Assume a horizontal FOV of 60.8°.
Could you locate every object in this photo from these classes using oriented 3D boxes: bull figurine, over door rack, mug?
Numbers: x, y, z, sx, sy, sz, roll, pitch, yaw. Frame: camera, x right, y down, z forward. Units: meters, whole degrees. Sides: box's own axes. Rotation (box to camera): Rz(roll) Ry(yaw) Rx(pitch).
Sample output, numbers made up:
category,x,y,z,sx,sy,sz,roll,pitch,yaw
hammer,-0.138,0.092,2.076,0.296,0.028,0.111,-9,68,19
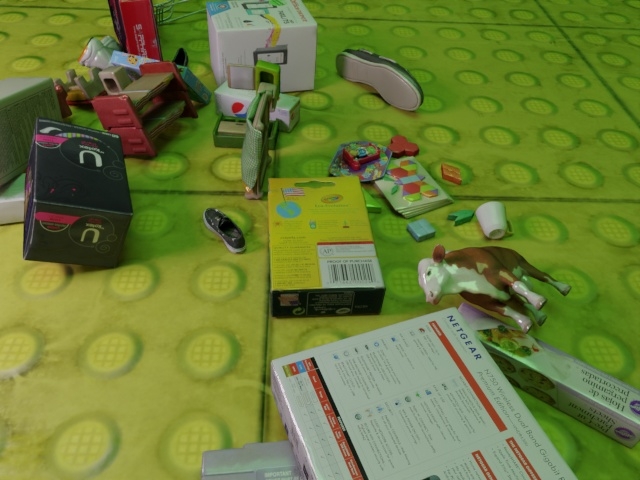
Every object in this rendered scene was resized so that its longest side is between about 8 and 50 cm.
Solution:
category,x,y,z,sx,sy,sz,roll,pitch,yaw
bull figurine,0.297,0.071,0.932,0.188,0.101,0.310,37,27,29
over door rack,-0.402,-0.777,1.746,0.324,0.108,0.239,-11,12,-15
mug,0.372,-0.039,1.146,0.078,0.062,0.064,-3,52,2

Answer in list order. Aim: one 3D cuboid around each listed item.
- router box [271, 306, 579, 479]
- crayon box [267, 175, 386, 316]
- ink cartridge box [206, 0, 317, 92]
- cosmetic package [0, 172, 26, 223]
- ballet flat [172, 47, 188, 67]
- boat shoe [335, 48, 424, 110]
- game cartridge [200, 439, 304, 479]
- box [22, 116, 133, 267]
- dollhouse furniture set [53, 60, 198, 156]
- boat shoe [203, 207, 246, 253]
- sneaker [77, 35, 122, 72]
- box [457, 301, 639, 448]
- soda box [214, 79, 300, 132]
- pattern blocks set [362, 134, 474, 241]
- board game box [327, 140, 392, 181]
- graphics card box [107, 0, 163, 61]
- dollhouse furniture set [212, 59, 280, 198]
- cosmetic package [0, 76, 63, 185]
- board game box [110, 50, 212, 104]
category,x,y,z,sx,sy,sz,roll,pitch,yaw
router box,0.127,0.269,0.711,0.301,0.082,0.335,-13,46,-17
crayon box,0.000,0.000,1.062,0.202,0.081,0.318,-1,45,-5
ink cartridge box,-0.165,-0.542,1.528,0.270,0.197,0.198,-10,46,-14
cosmetic package,-0.707,-0.074,1.102,0.239,0.060,0.099,-8,41,-13
ballet flat,-0.417,-0.498,1.571,0.058,0.049,0.173,-1,44,-3
boat shoe,0.182,-0.473,1.544,0.096,0.112,0.335,-32,51,-26
game cartridge,0.024,0.367,0.701,0.355,0.068,0.230,-2,40,-6
box,-0.470,-0.094,1.048,0.165,0.143,0.270,7,38,-33
dollhouse furniture set,-0.519,-0.321,1.341,0.374,0.152,0.201,5,42,26
boat shoe,-0.194,-0.030,1.107,0.049,0.040,0.142,-27,52,-28
sneaker,-0.583,-0.496,1.525,0.121,0.099,0.262,34,16,-19
box,0.357,0.209,0.881,0.324,0.067,0.063,28,50,22
soda box,-0.164,-0.351,1.423,0.216,0.069,0.074,17,46,13
pattern blocks set,0.199,-0.129,1.250,0.285,0.026,0.325,-26,52,-27
board game box,0.094,-0.201,1.280,0.133,0.033,0.168,10,44,14
graphics card box,-0.554,-0.657,1.595,0.094,0.232,0.371,-16,48,-18
dollhouse furniture set,-0.184,-0.256,1.230,0.151,0.197,0.301,6,43,0
cosmetic package,-0.671,-0.232,1.144,0.113,0.160,0.309,1,27,3
board game box,-0.413,-0.425,1.428,0.212,0.160,0.039,17,85,13
